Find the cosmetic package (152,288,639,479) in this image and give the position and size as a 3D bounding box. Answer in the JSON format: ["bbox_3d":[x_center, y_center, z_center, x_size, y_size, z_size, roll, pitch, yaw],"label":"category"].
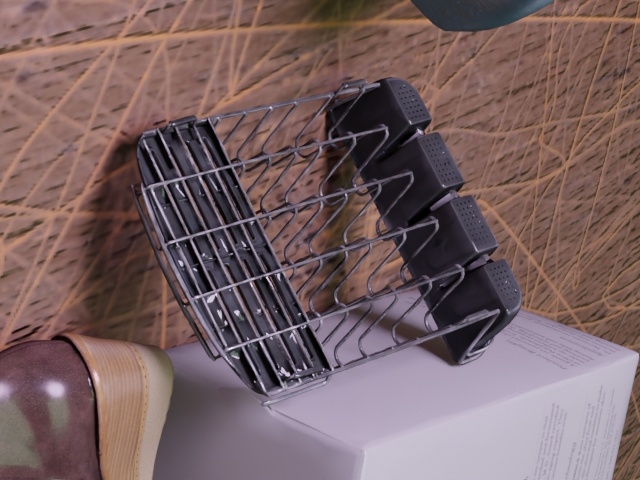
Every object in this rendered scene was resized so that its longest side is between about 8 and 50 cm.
[{"bbox_3d":[0.050,0.145,1.259,0.365,0.197,0.155,-11,116,-50],"label":"cosmetic package"}]

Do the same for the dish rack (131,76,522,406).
[{"bbox_3d":[0.000,0.000,1.143,0.271,0.208,0.074,-16,163,-42],"label":"dish rack"}]

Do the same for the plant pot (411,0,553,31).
[{"bbox_3d":[0.127,-0.274,1.097,0.248,0.247,0.252,-40,174,-37],"label":"plant pot"}]

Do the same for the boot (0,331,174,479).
[{"bbox_3d":[-0.195,0.175,1.057,0.207,0.090,0.248,-6,112,-40],"label":"boot"}]
